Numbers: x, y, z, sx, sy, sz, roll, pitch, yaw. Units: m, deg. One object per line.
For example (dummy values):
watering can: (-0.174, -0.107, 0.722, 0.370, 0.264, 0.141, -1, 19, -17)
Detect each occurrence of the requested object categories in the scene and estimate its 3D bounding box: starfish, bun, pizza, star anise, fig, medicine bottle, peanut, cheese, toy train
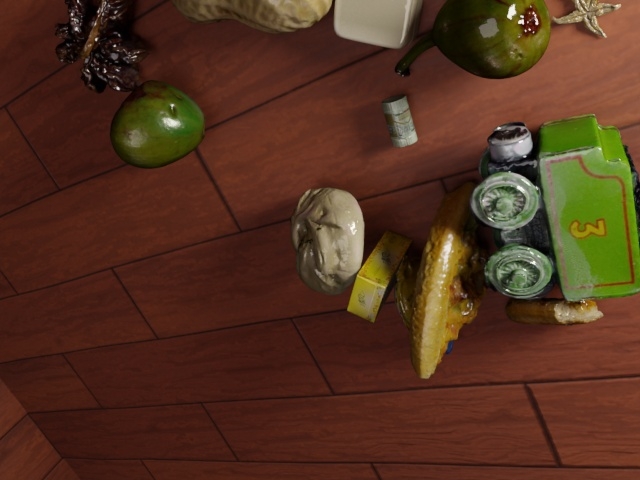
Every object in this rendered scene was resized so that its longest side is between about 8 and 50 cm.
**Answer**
starfish: (0.387, -0.331, 0.867, 0.092, 0.016, 0.086, -11, 113, 27)
bun: (0.000, 0.000, 1.168, 0.116, 0.210, 0.237, 0, 139, -23)
pizza: (0.433, 0.127, 1.086, 0.161, 0.182, 0.062, 5, 81, 4)
pizza: (0.221, 0.068, 1.053, 0.087, 0.268, 0.258, 9, 129, 34)
star anise: (-0.454, -0.398, 1.203, 0.190, 0.126, 0.220, -1, 123, 33)
fig: (-0.331, -0.233, 1.219, 0.191, 0.181, 0.181, 4, 125, 0)
medicine bottle: (0.140, -0.212, 1.056, 0.047, 0.047, 0.083, -5, 117, 30)
peanut: (-0.127, -0.424, 1.003, 0.325, 0.140, 0.153, 13, 168, 29)
fig: (0.221, -0.322, 0.918, 0.259, 0.151, 0.151, 14, 132, 54)
cheese: (0.211, 0.133, 1.187, 0.064, 0.156, 0.250, -8, 131, 41)
toy train: (0.382, -0.046, 0.962, 0.249, 0.173, 0.307, -8, 116, 25)

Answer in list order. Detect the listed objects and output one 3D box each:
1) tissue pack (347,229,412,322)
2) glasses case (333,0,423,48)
tissue pack: (0.117, 0.066, 1.168, 0.062, 0.176, 0.095, 24, 129, 14)
glasses case: (0.101, -0.458, 0.898, 0.131, 0.070, 0.313, 17, 127, 17)
